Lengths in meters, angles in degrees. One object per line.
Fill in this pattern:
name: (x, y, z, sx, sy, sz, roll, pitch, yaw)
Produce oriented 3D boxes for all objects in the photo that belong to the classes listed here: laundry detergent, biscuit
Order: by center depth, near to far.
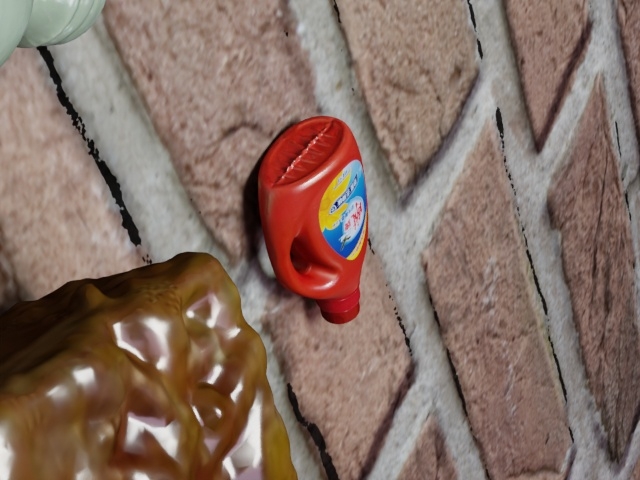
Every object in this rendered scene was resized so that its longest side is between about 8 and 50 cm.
biscuit: (-0.130, 0.235, 0.831, 0.343, 0.166, 0.395, -36, 115, -55)
laundry detergent: (0.000, 0.000, 1.178, 0.097, 0.049, 0.165, -48, 145, -32)

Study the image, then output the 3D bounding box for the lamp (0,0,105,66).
lamp: (-0.160, -0.111, 0.759, 0.193, 0.106, 0.106, -21, 122, -69)
